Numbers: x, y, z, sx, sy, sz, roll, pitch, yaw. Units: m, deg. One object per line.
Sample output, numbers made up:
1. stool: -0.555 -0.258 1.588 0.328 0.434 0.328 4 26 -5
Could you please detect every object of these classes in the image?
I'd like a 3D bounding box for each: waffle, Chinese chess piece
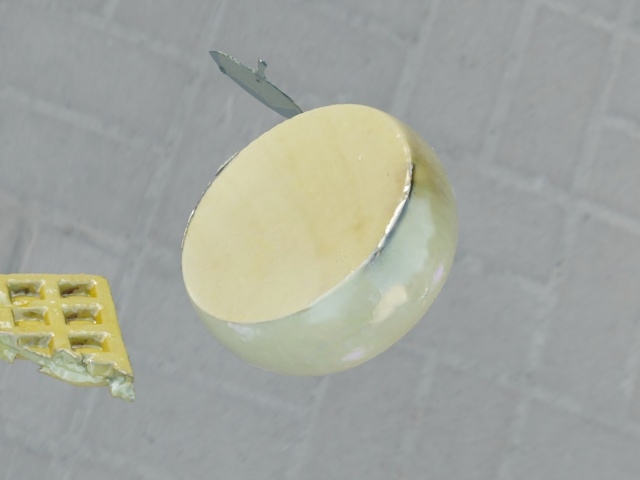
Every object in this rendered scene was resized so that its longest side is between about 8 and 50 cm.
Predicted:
1. waffle: -0.227 0.067 1.227 0.191 0.032 0.125 -2 39 -18
2. Chinese chess piece: 0.000 0.000 1.586 0.097 0.251 0.251 47 63 -40

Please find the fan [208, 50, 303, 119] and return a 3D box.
1. fan: -0.057 -0.148 1.709 0.113 0.175 0.005 35 82 0
